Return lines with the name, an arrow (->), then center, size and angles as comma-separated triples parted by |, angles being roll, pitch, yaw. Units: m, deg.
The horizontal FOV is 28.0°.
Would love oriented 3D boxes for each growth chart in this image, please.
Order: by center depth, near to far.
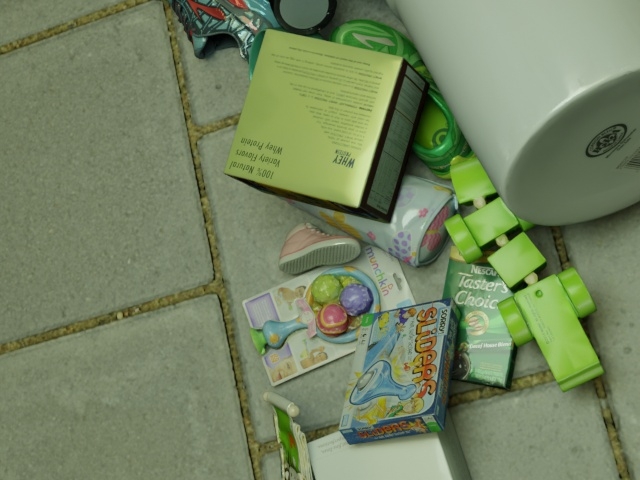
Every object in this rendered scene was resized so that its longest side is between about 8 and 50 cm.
growth chart -> -0.034, 0.319, 1.727 | 0.021, 0.172, 0.237 | -10, 86, -17

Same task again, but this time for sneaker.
sneaker -> 0.116, -0.217, 1.809 | 0.109, 0.123, 0.295 | -42, 67, 6
sneaker -> 0.000, 0.000, 1.824 | 0.134, 0.051, 0.070 | -16, 49, 33
sneaker -> -0.182, -0.345, 1.957 | 0.262, 0.104, 0.125 | 24, 89, 23

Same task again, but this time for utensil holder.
utensil holder -> 0.288, -0.259, 1.610 | 0.328, 0.327, 0.385 | -29, 57, 11

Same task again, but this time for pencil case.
pencil case -> 0.060, -0.066, 1.802 | 0.273, 0.113, 0.124 | 29, 70, 23

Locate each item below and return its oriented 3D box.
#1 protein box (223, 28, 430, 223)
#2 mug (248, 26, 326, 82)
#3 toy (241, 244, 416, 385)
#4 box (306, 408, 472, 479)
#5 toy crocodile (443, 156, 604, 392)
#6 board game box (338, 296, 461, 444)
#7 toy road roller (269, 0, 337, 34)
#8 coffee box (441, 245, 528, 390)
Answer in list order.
protein box -> 0.011, -0.149, 1.696 | 0.200, 0.136, 0.201 | 15, 87, 22
mug -> -0.040, -0.239, 1.878 | 0.097, 0.157, 0.129 | -8, 64, -24
toy -> 0.008, 0.097, 1.812 | 0.237, 0.056, 0.136 | -25, 71, 13
box -> 0.102, 0.327, 1.691 | 0.181, 0.119, 0.181 | -22, 71, 13
toy crocodile -> 0.263, 0.037, 1.677 | 0.115, 0.105, 0.340 | -32, 76, 7
board game box -> 0.106, 0.169, 1.678 | 0.136, 0.035, 0.201 | -13, 39, 25
toy road roller -> 0.015, -0.469, 1.806 | 0.330, 0.240, 0.202 | -26, 37, 6
coffee box -> 0.217, 0.103, 1.744 | 0.113, 0.040, 0.184 | 9, 80, 21
